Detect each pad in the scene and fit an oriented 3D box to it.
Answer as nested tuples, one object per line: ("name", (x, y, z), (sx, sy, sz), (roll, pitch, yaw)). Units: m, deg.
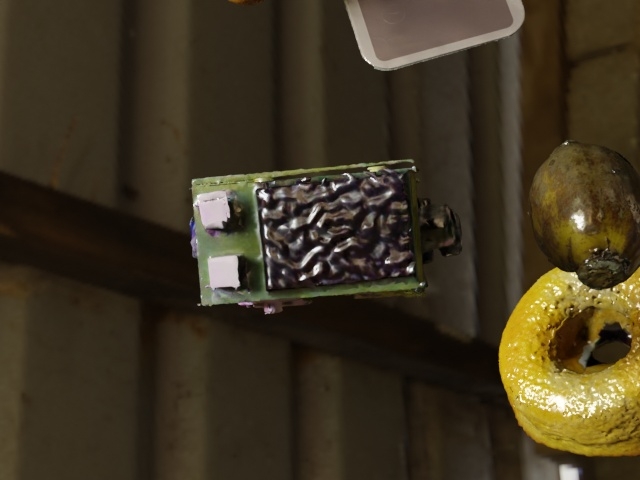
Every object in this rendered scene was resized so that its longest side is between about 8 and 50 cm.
("pad", (0.101, -0.302, 1.628), (0.002, 0.176, 0.266), (75, 179, -61))

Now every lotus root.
("lotus root", (0.269, -0.033, 1.523), (0.120, 0.120, 0.209), (53, -161, -35))

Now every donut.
("donut", (0.318, 0.129, 1.738), (0.118, 0.253, 0.253), (42, -133, -43))

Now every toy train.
("toy train", (0.000, 0.000, 1.438), (0.177, 0.261, 0.134), (-7, -88, -83))

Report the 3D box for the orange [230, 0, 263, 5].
("orange", (-0.077, -0.284, 1.577), (0.083, 0.083, 0.083), (24, -120, -53))
